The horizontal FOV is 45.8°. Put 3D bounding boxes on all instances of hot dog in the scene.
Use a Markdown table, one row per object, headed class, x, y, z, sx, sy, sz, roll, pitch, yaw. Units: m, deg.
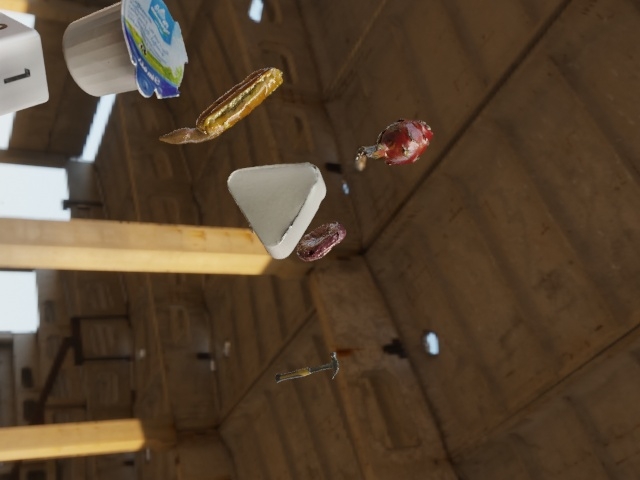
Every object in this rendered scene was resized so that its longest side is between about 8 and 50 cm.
| class | x | y | z | sx | sy | sz | roll | pitch | yaw |
| --- | --- | --- | --- | --- | --- | --- | --- | --- | --- |
| hot dog | -0.207 | -0.366 | 1.981 | 0.072 | 0.269 | 0.115 | 54 | -8 | -18 |

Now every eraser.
| class | x | y | z | sx | sy | sz | roll | pitch | yaw |
| --- | --- | --- | --- | --- | --- | --- | --- | --- | --- |
| eraser | -0.123 | -0.141 | 2.618 | 0.150 | 0.331 | 0.331 | 59 | 19 | -67 |

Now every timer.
| class | x | y | z | sx | sy | sz | roll | pitch | yaw |
| --- | --- | --- | --- | --- | --- | --- | --- | --- | --- |
| timer | -0.817 | -0.433 | 1.875 | 0.192 | 0.195 | 0.194 | 30 | -47 | 30 |

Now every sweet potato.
| class | x | y | z | sx | sy | sz | roll | pitch | yaw |
| --- | --- | --- | --- | --- | --- | --- | --- | --- | --- |
| sweet potato | -0.425 | -0.348 | 2.507 | 0.065 | 0.218 | 0.051 | 75 | 6 | -59 |

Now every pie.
| class | x | y | z | sx | sy | sz | roll | pitch | yaw |
| --- | --- | --- | --- | --- | --- | --- | --- | --- | --- |
| pie | 0.000 | 0.000 | 2.075 | 0.153 | 0.038 | 0.154 | -30 | -156 | 15 |

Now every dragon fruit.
| class | x | y | z | sx | sy | sz | roll | pitch | yaw |
| --- | --- | --- | --- | --- | --- | --- | --- | --- | --- |
| dragon fruit | 0.196 | -0.260 | 2.066 | 0.125 | 0.246 | 0.125 | 40 | -43 | 35 |

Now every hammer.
| class | x | y | z | sx | sy | sz | roll | pitch | yaw |
| --- | --- | --- | --- | --- | --- | --- | --- | --- | --- |
| hammer | -0.040 | 0.398 | 2.283 | 0.021 | 0.200 | 0.078 | 43 | 32 | -72 |

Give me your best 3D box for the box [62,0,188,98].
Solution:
| class | x | y | z | sx | sy | sz | roll | pitch | yaw |
| --- | --- | --- | --- | --- | --- | --- | --- | --- | --- |
| box | -0.463 | -0.422 | 1.757 | 0.206 | 0.262 | 0.291 | -10 | -122 | 22 |
